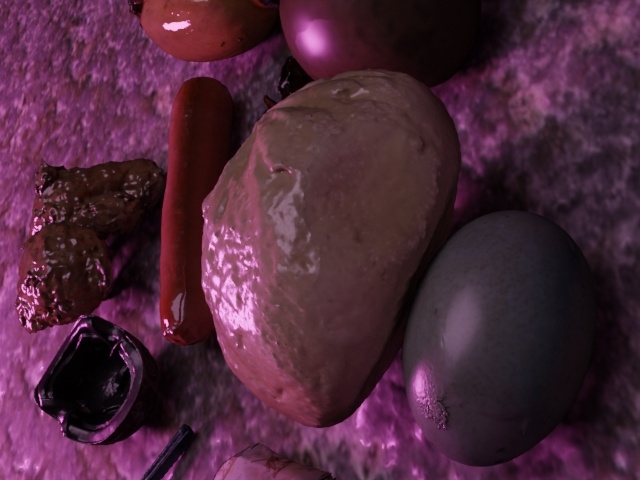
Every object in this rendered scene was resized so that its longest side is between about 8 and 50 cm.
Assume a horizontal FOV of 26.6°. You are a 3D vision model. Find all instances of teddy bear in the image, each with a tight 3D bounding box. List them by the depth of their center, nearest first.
[{"bbox_3d":[-0.348,0.009,1.928,0.267,0.156,0.256,-32,46,32],"label":"teddy bear"}]

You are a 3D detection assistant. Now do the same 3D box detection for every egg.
[{"bbox_3d":[0.160,0.087,1.222,0.169,0.169,0.237,-5,66,50],"label":"egg"}]

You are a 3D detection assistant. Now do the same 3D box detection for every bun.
[{"bbox_3d":[0.000,0.000,1.345,0.352,0.227,0.349,103,-168,-45],"label":"bun"}]

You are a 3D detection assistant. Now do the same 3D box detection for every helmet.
[{"bbox_3d":[-0.271,0.190,1.751,0.177,0.107,0.153,35,92,36],"label":"helmet"}]

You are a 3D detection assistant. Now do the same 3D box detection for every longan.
[{"bbox_3d":[0.064,-0.271,1.567,0.246,0.215,0.246,167,90,-71],"label":"longan"}]

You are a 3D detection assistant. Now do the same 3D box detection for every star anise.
[{"bbox_3d":[-0.049,-0.142,1.744,0.157,0.053,0.212,-28,49,37],"label":"star anise"}]

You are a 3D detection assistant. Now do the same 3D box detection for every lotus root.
[{"bbox_3d":[-0.133,-0.347,1.892,0.310,0.182,0.183,-3,64,49],"label":"lotus root"}]

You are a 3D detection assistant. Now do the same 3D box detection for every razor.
[{"bbox_3d":[-0.214,0.306,1.657,0.190,0.033,0.066,-56,36,7],"label":"razor"}]

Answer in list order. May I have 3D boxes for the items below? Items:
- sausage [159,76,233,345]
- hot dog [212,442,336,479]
[{"bbox_3d":[-0.162,-0.044,1.786,0.094,0.094,0.419,114,159,-51],"label":"sausage"},{"bbox_3d":[-0.050,0.282,1.449,0.191,0.059,0.108,10,73,52],"label":"hot dog"}]
